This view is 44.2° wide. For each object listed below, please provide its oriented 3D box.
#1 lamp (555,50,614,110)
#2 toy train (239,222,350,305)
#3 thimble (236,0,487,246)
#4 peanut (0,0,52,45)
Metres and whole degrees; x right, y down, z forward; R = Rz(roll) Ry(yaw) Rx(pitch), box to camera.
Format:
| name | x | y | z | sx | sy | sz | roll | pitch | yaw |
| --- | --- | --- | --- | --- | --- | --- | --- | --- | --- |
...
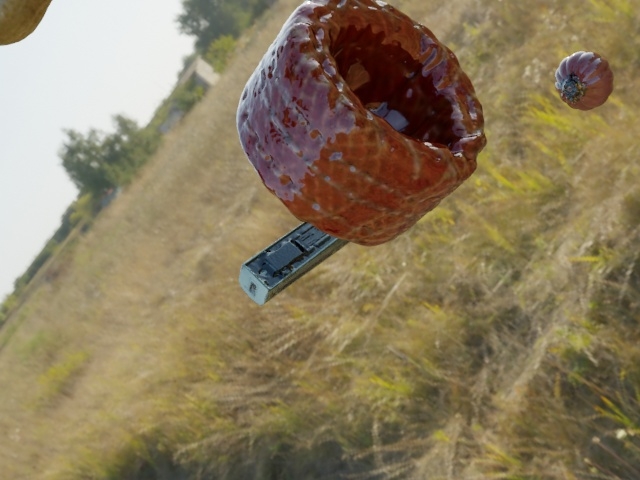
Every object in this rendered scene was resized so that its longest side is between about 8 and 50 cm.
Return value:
| name | x | y | z | sx | sy | sz | roll | pitch | yaw |
| --- | --- | --- | --- | --- | --- | --- | --- | --- | --- |
| lamp | 0.473 | -0.286 | 1.413 | 0.092 | 0.107 | 0.107 | -31 | -1 | -33 |
| toy train | 0.000 | 0.000 | 1.715 | 0.407 | 0.086 | 0.088 | -35 | -23 | -33 |
| thimble | 0.062 | -0.181 | 1.171 | 0.230 | 0.350 | 0.350 | -43 | 16 | 46 |
| peanut | -0.594 | -0.469 | 1.519 | 0.253 | 0.137 | 0.122 | -57 | -1 | 2 |
